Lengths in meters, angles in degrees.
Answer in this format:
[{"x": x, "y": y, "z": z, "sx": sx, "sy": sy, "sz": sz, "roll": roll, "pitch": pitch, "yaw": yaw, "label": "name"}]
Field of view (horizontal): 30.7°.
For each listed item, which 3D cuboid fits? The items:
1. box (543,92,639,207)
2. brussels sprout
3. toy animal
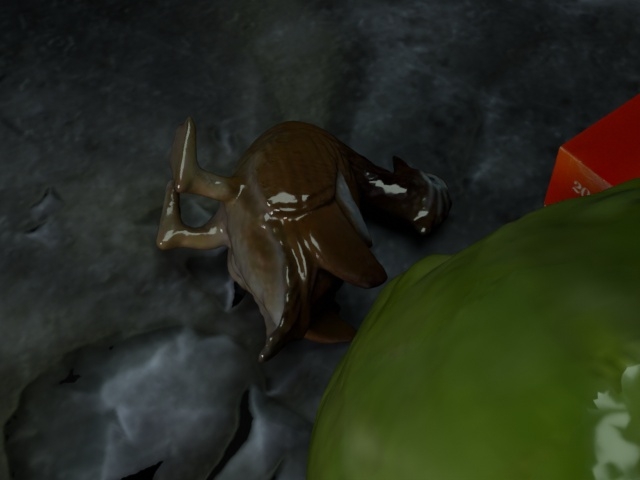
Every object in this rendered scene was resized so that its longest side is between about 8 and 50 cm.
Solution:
[{"x": 0.159, "y": -0.009, "z": 0.624, "sx": 0.100, "sy": 0.152, "sz": 0.048, "roll": -35, "pitch": 58, "yaw": -27, "label": "box"}, {"x": 0.160, "y": 0.098, "z": 0.462, "sx": 0.344, "sy": 0.268, "sz": 0.344, "roll": 0, "pitch": 35, "yaw": 0, "label": "brussels sprout"}, {"x": 0.000, "y": 0.000, "z": 0.658, "sx": 0.179, "sy": 0.089, "sz": 0.188, "roll": 9, "pitch": 44, "yaw": -17, "label": "toy animal"}]
